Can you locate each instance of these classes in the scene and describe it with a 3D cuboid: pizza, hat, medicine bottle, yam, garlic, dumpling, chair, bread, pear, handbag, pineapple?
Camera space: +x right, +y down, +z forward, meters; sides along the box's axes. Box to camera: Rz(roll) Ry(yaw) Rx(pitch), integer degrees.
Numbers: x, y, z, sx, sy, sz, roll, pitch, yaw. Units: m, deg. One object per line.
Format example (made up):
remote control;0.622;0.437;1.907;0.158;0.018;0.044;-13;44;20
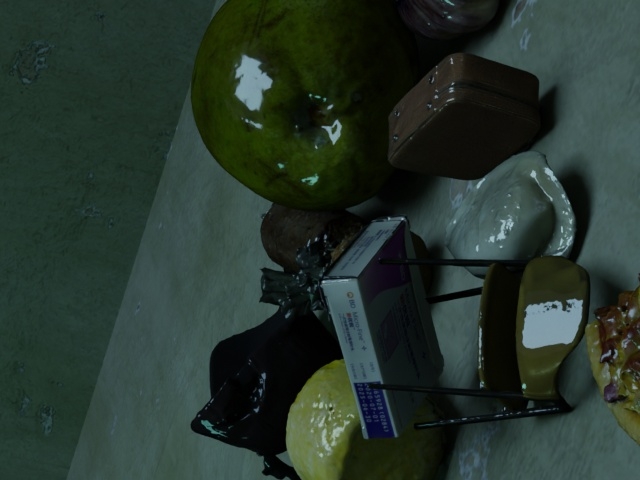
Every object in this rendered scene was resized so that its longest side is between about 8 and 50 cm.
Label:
pizza;0.319;0.079;1.487;0.289;0.081;0.228;-127;54;-69
hat;-0.041;0.210;2.389;0.238;0.209;0.336;-45;10;20
medicine bottle;0.070;0.095;1.854;0.171;0.052;0.201;-45;-55;-57
yam;-0.002;0.001;2.434;0.280;0.131;0.131;-157;82;-71
garlic;0.159;-0.380;2.187;0.245;0.160;0.245;-173;90;-79
dumpling;0.217;-0.025;1.849;0.176;0.092;0.150;179;107;-75
chair;0.189;0.100;1.756;0.247;0.172;0.158;-4;65;25
bread;0.061;0.233;2.000;0.170;0.197;0.197;31;106;59
pear;-0.020;-0.215;2.320;0.413;0.352;0.352;-109;37;-71
handbag;0.174;-0.141;1.976;0.193;0.151;0.072;137;140;-55
pineapple;0.026;0.049;2.200;0.248;0.128;0.128;-10;65;44
